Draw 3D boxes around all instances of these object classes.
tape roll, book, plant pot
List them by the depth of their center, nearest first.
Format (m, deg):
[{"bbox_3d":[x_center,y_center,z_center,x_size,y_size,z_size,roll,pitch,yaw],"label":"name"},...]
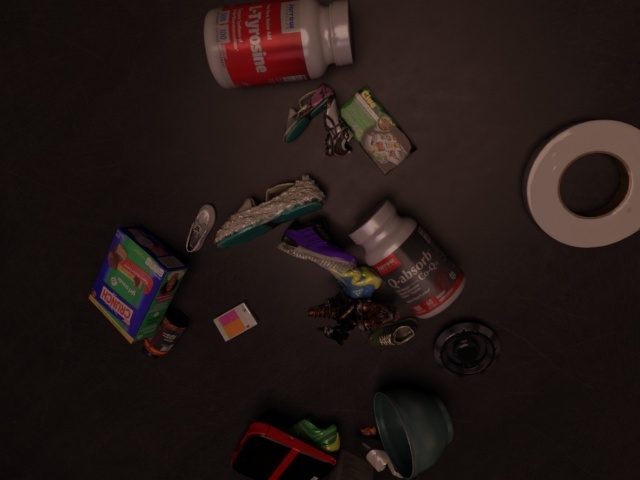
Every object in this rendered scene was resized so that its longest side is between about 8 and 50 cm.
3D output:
[{"bbox_3d":[0.823,-0.171,1.470,0.392,0.072,0.392,2,106,7],"label":"tape roll"},{"bbox_3d":[0.336,0.648,1.686,0.196,0.293,0.293,-13,105,-15],"label":"plant pot"},{"bbox_3d":[-0.315,0.299,1.793,0.144,0.035,0.096,-30,96,15],"label":"book"}]

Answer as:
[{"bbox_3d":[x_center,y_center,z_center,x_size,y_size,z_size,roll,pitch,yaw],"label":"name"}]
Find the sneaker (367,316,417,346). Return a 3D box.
[{"bbox_3d":[0.250,0.333,1.689,0.192,0.086,0.064,-26,100,15],"label":"sneaker"}]

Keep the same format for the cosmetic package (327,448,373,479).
[{"bbox_3d":[0.099,0.940,1.774,0.153,0.296,0.129,27,109,2],"label":"cosmetic package"}]

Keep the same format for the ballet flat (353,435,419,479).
[{"bbox_3d":[0.254,0.815,1.796,0.280,0.096,0.095,23,111,-10],"label":"ballet flat"}]

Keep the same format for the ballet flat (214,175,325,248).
[{"bbox_3d":[-0.179,-0.100,1.627,0.409,0.147,0.147,-22,101,11],"label":"ballet flat"}]

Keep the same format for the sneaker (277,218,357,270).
[{"bbox_3d":[-0.001,0.000,1.585,0.293,0.102,0.146,16,77,29],"label":"sneaker"}]

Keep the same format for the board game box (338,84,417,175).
[{"bbox_3d":[0.176,-0.349,1.539,0.136,0.030,0.260,-38,97,18],"label":"board game box"}]

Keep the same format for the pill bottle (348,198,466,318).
[{"bbox_3d":[0.271,0.056,1.544,0.210,0.210,0.363,-42,96,17],"label":"pill bottle"}]

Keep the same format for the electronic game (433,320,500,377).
[{"bbox_3d":[0.509,0.382,1.685,0.229,0.048,0.229,2,113,4],"label":"electronic game"}]

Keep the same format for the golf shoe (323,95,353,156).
[{"bbox_3d":[0.059,-0.357,1.511,0.094,0.077,0.198,5,131,13],"label":"golf shoe"}]

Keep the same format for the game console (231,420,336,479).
[{"bbox_3d":[-0.153,0.846,1.847,0.342,0.060,0.386,24,131,-3],"label":"game console"}]

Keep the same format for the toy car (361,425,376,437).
[{"bbox_3d":[0.182,0.772,1.848,0.060,0.040,0.122,4,106,7],"label":"toy car"}]

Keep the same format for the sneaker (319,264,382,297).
[{"bbox_3d":[0.085,0.133,1.656,0.240,0.091,0.126,20,112,5],"label":"sneaker"}]

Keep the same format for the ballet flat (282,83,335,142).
[{"bbox_3d":[-0.051,-0.410,1.539,0.221,0.077,0.079,-42,78,12],"label":"ballet flat"}]

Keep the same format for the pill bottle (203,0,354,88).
[{"bbox_3d":[-0.111,-0.581,1.411,0.407,0.229,0.229,-4,105,9],"label":"pill bottle"}]

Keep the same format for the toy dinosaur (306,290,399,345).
[{"bbox_3d":[0.098,0.263,1.644,0.322,0.218,0.164,-28,75,28],"label":"toy dinosaur"}]

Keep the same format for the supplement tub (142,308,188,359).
[{"bbox_3d":[-0.590,0.358,1.812,0.106,0.106,0.198,39,107,-4],"label":"supplement tub"}]

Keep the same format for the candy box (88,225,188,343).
[{"bbox_3d":[-0.653,0.152,1.713,0.268,0.122,0.317,36,109,21],"label":"candy box"}]

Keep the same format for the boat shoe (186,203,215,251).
[{"bbox_3d":[-0.426,-0.041,1.696,0.066,0.063,0.184,32,108,-1],"label":"boat shoe"}]

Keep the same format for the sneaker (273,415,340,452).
[{"bbox_3d":[-0.064,0.738,1.856,0.295,0.109,0.123,-1,70,18],"label":"sneaker"}]
